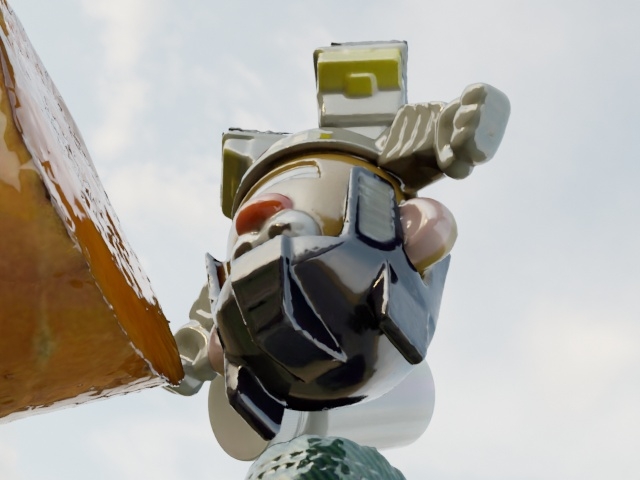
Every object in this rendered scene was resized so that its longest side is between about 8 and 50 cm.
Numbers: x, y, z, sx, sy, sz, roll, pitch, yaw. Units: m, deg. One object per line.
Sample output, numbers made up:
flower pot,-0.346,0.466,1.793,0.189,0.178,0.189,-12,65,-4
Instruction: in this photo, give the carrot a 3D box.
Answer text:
carrot,-0.225,-0.009,0.455,0.193,0.331,0.214,-114,-160,-46

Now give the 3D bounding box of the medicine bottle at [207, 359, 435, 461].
medicine bottle,0.003,0.135,0.996,0.103,0.186,0.103,-2,-92,47

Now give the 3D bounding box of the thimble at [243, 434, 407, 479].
thimble,-0.005,0.208,0.822,0.135,0.090,0.118,-29,-68,33

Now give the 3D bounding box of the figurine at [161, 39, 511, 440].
figurine,0.004,-0.001,0.751,0.143,0.308,0.308,22,-28,-17
